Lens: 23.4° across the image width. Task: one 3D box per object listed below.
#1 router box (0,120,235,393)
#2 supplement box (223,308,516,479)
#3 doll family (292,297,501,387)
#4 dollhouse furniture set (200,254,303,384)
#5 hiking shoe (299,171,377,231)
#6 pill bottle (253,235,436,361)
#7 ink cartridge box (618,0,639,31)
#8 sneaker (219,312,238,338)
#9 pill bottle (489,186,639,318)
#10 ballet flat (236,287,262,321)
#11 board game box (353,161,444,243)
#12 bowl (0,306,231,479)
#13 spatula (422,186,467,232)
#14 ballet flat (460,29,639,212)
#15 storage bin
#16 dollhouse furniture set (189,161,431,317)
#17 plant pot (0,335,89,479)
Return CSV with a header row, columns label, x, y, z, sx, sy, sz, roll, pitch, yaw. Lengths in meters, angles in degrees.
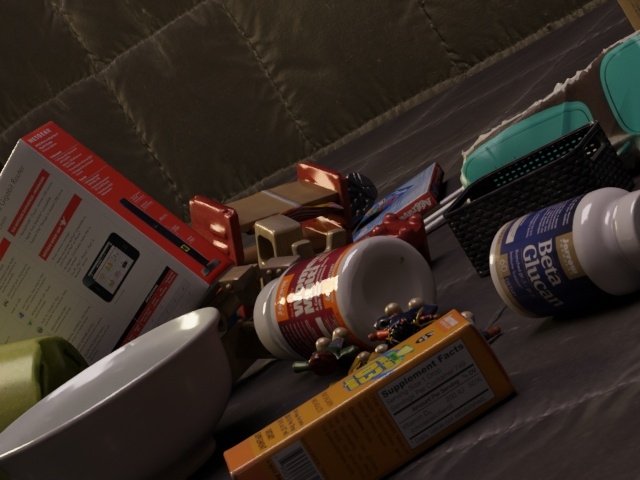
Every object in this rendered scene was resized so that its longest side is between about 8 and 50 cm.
label,x,y,z,sx,sy,sz,roll,pitch,yaw
router box,-0.318,0.068,1.983,0.335,0.301,0.082,-54,-4,30
supplement box,0.039,0.150,1.266,0.233,0.080,0.078,-30,9,-4
doll family,0.072,0.103,1.460,0.193,0.076,0.111,-28,3,9
dollhouse furniture set,-0.085,0.114,1.852,0.151,0.144,0.123,-5,28,41
hiking shoe,0.000,0.000,2.374,0.227,0.086,0.114,-44,-8,-21
pill bottle,0.020,0.071,1.685,0.121,0.121,0.221,-36,9,-31
ink cartridge box,0.461,-0.289,1.808,0.193,0.235,0.088,-23,12,45
sneaker,-0.241,0.189,2.153,0.296,0.112,0.131,-29,30,7
pill bottle,0.233,0.007,1.337,0.094,0.094,0.169,-37,9,-37
ballet flat,-0.116,0.087,2.358,0.206,0.073,0.067,-33,-8,-36
board game box,0.121,-0.050,2.380,0.145,0.027,0.281,-34,6,12
bowl,-0.206,0.205,1.674,0.298,0.134,0.298,-31,7,4
spatula,0.210,-0.063,2.213,0.242,0.019,0.168,-36,8,2
ballet flat,0.345,-0.143,1.781,0.409,0.147,0.147,-26,9,32
storage bin,0.240,-0.046,1.704,0.180,0.084,0.122,-28,9,33
dollhouse furniture set,0.005,0.025,2.028,0.201,0.152,0.374,-19,24,-30
plant pot,-0.412,0.240,1.912,0.254,0.276,0.276,-19,11,16
